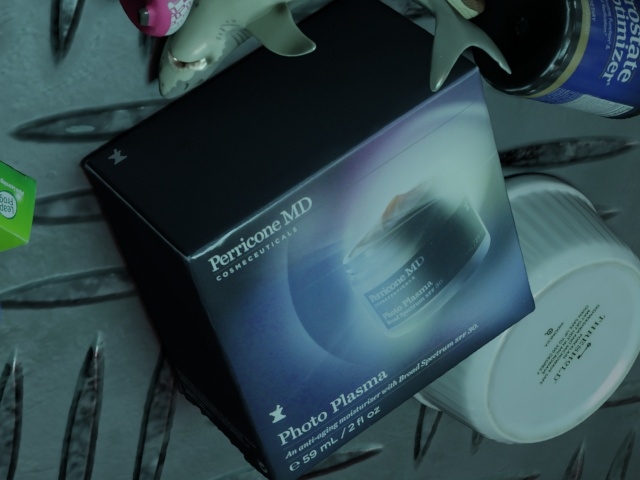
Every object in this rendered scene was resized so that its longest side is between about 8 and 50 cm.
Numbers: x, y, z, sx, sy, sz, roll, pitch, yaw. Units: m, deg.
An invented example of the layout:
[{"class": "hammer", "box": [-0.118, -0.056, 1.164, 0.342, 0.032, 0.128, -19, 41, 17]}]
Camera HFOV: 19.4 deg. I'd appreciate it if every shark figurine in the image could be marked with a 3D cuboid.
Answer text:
[{"class": "shark figurine", "box": [0.009, -0.198, 1.489, 0.116, 0.278, 0.166, -7, 97, -71]}]

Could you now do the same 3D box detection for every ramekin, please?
[{"class": "ramekin", "box": [0.208, 0.080, 1.861, 0.273, 0.127, 0.273, -21, 129, -27]}]

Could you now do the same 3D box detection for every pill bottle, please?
[{"class": "pill bottle", "box": [0.252, -0.178, 1.721, 0.219, 0.123, 0.123, 8, 113, -42]}]

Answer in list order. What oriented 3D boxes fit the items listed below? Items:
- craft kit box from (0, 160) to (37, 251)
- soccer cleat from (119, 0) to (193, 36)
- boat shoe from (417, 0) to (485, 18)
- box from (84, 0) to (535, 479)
[{"class": "craft kit box", "box": [-0.365, -0.040, 1.251, 0.246, 0.250, 0.061, 30, 53, -48]}, {"class": "soccer cleat", "box": [-0.107, -0.302, 1.344, 0.143, 0.116, 0.331, -26, 132, -23]}, {"class": "boat shoe", "box": [0.050, -0.253, 1.546, 0.095, 0.095, 0.257, -20, 147, 20]}, {"class": "box", "box": [0.000, 0.000, 1.599, 0.296, 0.183, 0.294, -34, 134, -16]}]
